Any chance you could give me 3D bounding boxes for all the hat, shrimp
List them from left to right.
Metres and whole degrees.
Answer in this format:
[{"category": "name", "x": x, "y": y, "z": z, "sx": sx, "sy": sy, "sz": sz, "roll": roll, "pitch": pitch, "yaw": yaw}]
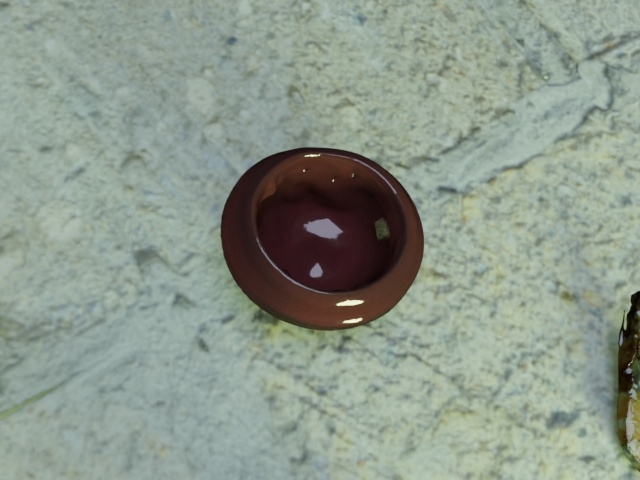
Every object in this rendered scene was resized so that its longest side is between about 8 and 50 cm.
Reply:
[{"category": "hat", "x": 0.000, "y": 0.000, "z": 0.940, "sx": 0.205, "sy": 0.089, "sz": 0.205, "roll": 6, "pitch": 65, "yaw": -13}, {"category": "shrimp", "x": 0.370, "y": 0.151, "z": 0.958, "sx": 0.147, "sy": 0.035, "sz": 0.195, "roll": 6, "pitch": 70, "yaw": -4}]
